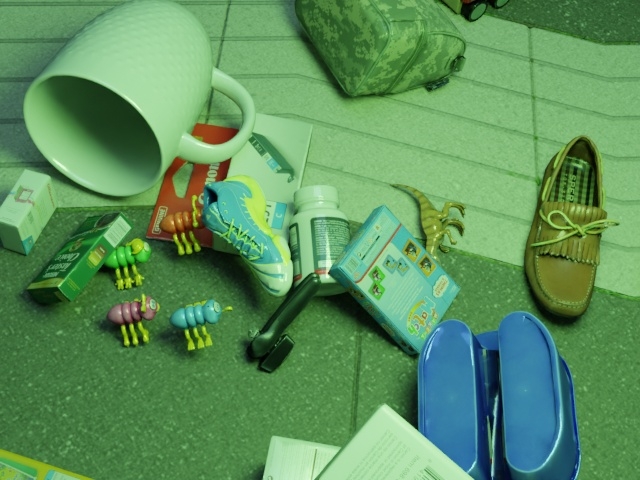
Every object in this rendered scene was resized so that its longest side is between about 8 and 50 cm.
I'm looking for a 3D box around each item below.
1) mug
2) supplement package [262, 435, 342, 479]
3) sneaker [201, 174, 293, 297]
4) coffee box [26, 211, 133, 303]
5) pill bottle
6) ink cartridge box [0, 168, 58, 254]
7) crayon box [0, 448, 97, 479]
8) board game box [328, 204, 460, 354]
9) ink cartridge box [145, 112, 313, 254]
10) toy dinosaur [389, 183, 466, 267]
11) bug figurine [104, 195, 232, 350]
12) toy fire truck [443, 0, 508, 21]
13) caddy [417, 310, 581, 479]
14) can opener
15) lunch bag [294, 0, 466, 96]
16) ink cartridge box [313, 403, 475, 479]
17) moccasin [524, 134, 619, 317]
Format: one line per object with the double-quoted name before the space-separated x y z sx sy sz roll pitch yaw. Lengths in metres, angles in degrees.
"mug" -0.300 -0.269 1.863 0.374 0.276 0.328 25 49 1
"supplement package" 0.002 0.378 1.541 0.179 0.105 0.105 10 55 0
"sneaker" -0.137 -0.005 1.713 0.126 0.091 0.240 -1 54 -38
"coffee box" -0.414 0.030 1.738 0.113 0.040 0.184 -5 42 46
"pill bottle" 0.000 0.000 1.772 0.108 0.108 0.180 -2 73 -8
"ink cartridge box" -0.521 -0.051 1.790 0.052 0.088 0.122 17 55 9
"crayon box" -0.413 0.436 1.470 0.323 0.083 0.203 17 56 5
"board game box" 0.132 0.068 1.745 0.211 0.039 0.160 46 57 -14
"ink cartridge box" -0.166 -0.114 1.887 0.261 0.066 0.296 10 55 0
"toy dinosaur" 0.210 -0.045 1.880 0.112 0.064 0.211 -6 56 -9
"bug figurine" -0.266 0.059 1.718 0.216 0.072 0.279 -17 57 7
"toy fire truck" 0.388 -0.612 2.177 0.217 0.246 0.158 -29 63 -23
"caddy" 0.282 0.277 1.602 0.241 0.179 0.341 -8 54 16
"can opener" -0.060 0.130 1.694 0.073 0.059 0.186 32 95 -23
"lunch bag" 0.133 -0.451 2.064 0.256 0.212 0.305 -13 59 -35
"ink cartridge box" 0.140 0.452 1.379 0.385 0.160 0.279 41 84 7
"moccasin" 0.463 -0.030 1.845 0.139 0.147 0.380 18 56 6
